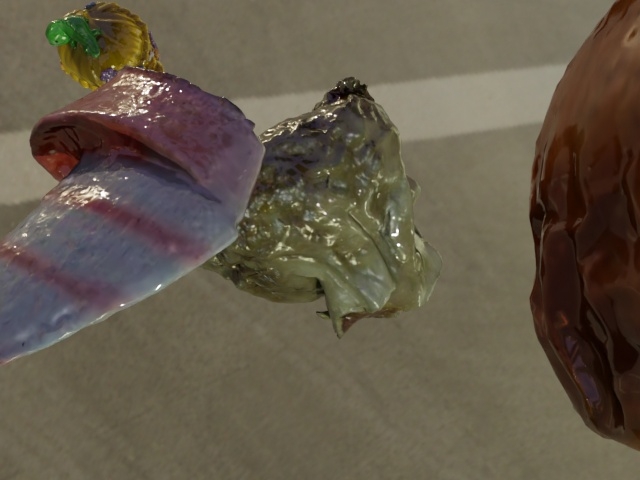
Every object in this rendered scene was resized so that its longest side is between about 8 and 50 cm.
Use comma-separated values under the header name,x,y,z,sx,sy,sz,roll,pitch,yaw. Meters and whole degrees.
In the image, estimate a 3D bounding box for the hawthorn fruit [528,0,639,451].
name,x,y,z,sx,sy,sz,roll,pitch,yaw
hawthorn fruit,0.360,-0.014,0.835,0.472,0.472,0.471,12,55,-18

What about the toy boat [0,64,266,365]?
name,x,y,z,sx,sy,sz,roll,pitch,yaw
toy boat,-0.173,0.007,0.799,0.206,0.096,0.282,26,59,34

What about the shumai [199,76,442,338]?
name,x,y,z,sx,sy,sz,roll,pitch,yaw
shumai,-0.001,-0.002,1.108,0.218,0.256,0.189,47,48,-6

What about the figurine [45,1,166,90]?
name,x,y,z,sx,sy,sz,roll,pitch,yaw
figurine,-0.213,-0.193,1.269,0.115,0.156,0.094,35,93,14
